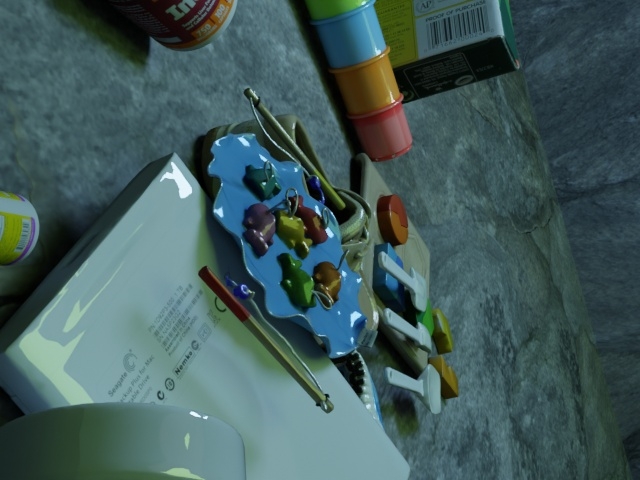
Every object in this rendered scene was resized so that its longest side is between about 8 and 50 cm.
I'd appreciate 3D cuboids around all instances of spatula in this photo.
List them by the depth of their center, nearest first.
[{"bbox_3d":[0.102,0.104,1.262,0.242,0.019,0.168,36,51,-70],"label":"spatula"}]

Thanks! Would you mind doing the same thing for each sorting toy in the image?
[{"bbox_3d":[0.118,0.060,1.417,0.307,0.041,0.229,52,30,-47],"label":"sorting toy"}]

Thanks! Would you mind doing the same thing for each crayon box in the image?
[{"bbox_3d":[0.147,-0.344,1.552,0.081,0.202,0.318,49,33,-51],"label":"crayon box"}]

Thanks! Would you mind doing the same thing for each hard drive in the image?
[{"bbox_3d":[-0.063,0.120,0.759,0.307,0.040,0.203,55,41,-21],"label":"hard drive"}]

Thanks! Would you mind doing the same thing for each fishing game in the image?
[{"bbox_3d":[-0.013,0.000,0.835,0.189,0.041,0.264,51,23,-22],"label":"fishing game"}]

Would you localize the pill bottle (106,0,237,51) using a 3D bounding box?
[{"bbox_3d":[-0.134,-0.213,0.882,0.152,0.086,0.086,32,47,-61],"label":"pill bottle"}]

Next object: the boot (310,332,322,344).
[{"bbox_3d":[-0.019,0.044,0.908,0.118,0.042,0.086,-37,112,-69],"label":"boot"}]

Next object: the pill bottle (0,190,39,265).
[{"bbox_3d":[-0.196,-0.010,0.630,0.083,0.043,0.043,14,63,-67],"label":"pill bottle"}]

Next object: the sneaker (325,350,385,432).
[{"bbox_3d":[0.042,0.184,1.101,0.073,0.063,0.162,39,41,-63],"label":"sneaker"}]

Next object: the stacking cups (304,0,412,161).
[{"bbox_3d":[0.041,-0.247,1.354,0.096,0.096,0.316,-64,135,-61],"label":"stacking cups"}]

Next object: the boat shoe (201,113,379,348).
[{"bbox_3d":[0.000,0.000,1.063,0.109,0.098,0.302,-85,153,-42],"label":"boat shoe"}]

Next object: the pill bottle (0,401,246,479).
[{"bbox_3d":[-0.101,0.232,0.537,0.161,0.161,0.283,45,35,-54],"label":"pill bottle"}]
